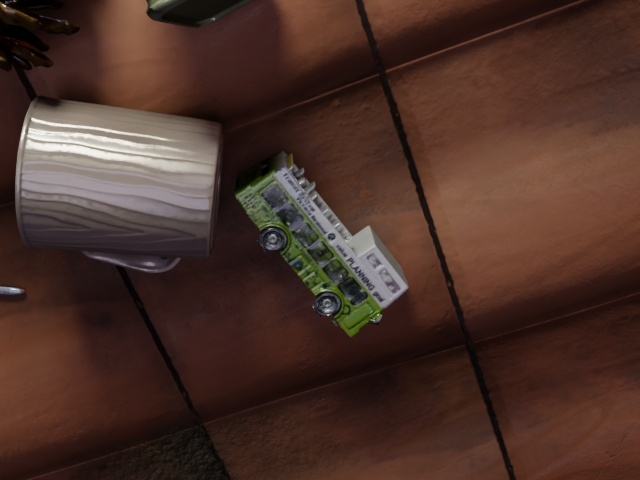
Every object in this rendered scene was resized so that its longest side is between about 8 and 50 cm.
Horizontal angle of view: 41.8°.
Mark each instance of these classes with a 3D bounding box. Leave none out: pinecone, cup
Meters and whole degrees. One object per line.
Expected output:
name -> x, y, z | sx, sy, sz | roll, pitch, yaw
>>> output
pinecone -> -0.404, -0.352, 1.063 | 0.244, 0.244, 0.309 | 31, 99, -15
cup -> -0.285, -0.055, 1.210 | 0.273, 0.208, 0.288 | 5, 113, -6

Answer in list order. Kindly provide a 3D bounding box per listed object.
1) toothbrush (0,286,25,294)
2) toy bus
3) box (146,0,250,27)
toothbrush -> -0.581, 0.078, 1.366 | 0.193, 0.019, 0.013 | 3, 114, -5
toy bus -> 0.000, 0.000, 1.302 | 0.139, 0.113, 0.301 | -36, 110, 10
box -> -0.166, -0.377, 1.047 | 0.138, 0.274, 0.178 | -26, 100, 9
